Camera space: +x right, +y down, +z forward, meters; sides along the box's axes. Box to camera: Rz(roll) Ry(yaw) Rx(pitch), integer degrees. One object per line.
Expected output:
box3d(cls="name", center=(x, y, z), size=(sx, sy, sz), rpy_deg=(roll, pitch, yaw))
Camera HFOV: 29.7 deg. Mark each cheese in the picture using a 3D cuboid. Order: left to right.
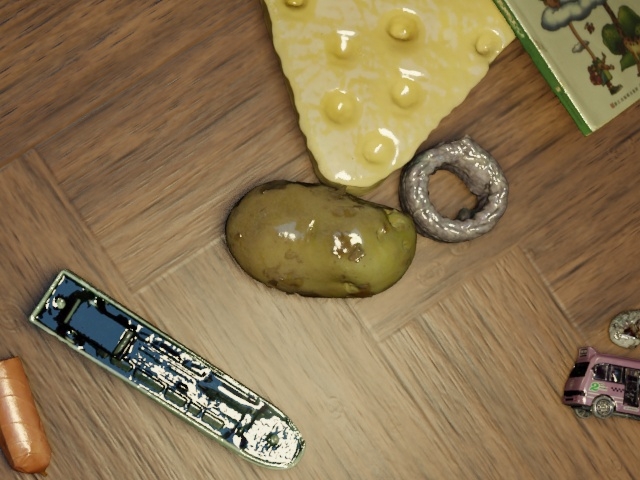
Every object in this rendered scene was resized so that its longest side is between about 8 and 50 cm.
box3d(cls="cheese", center=(0.073, -0.235, 1.699), size=(0.383, 0.104, 0.384), rpy_deg=(1, 83, -5))

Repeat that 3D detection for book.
box3d(cls="book", center=(0.349, -0.352, 1.709), size=(0.260, 0.043, 0.371), rpy_deg=(-33, 89, -36))

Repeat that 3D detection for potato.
box3d(cls="potato", center=(0.000, 0.000, 1.645), size=(0.262, 0.165, 0.165), rpy_deg=(6, 84, 9))

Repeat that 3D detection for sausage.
box3d(cls="sausage", center=(-0.412, 0.245, 1.634), size=(0.065, 0.065, 0.169), rpy_deg=(-20, 86, -7))

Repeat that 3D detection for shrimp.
box3d(cls="shrimp", center=(0.495, 0.136, 1.724), size=(0.165, 0.056, 0.065), rpy_deg=(13, 68, 6))

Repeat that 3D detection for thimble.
box3d(cls="thimble", center=(0.187, -0.068, 1.696), size=(0.150, 0.098, 0.150), rpy_deg=(0, 85, -5))

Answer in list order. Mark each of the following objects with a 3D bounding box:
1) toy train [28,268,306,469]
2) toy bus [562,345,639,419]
box3d(cls="toy train", center=(-0.199, 0.184, 1.642), size=(0.407, 0.088, 0.086), rpy_deg=(34, 84, -1))
box3d(cls="toy bus", center=(0.437, 0.210, 1.697), size=(0.178, 0.087, 0.098), rpy_deg=(10, 81, -7))
